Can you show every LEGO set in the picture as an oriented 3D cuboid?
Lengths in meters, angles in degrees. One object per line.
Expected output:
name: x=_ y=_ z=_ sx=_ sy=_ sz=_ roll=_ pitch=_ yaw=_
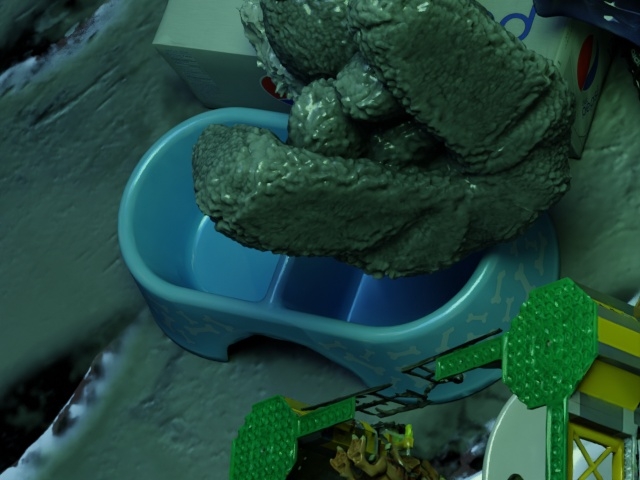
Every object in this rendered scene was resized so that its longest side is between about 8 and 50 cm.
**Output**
LEGO set: x=0.105 y=0.174 z=0.912 sx=0.331 sy=0.192 sz=0.255 roll=-34 pitch=47 yaw=40

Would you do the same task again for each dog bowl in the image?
dog bowl: x=0.000 y=0.000 z=1.130 sx=0.297 sy=0.074 sz=0.166 roll=10 pitch=71 yaw=29

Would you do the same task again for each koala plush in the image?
koala plush: x=0.029 y=-0.108 z=1.027 sx=0.196 sy=0.203 sz=0.221 roll=-49 pitch=42 yaw=23

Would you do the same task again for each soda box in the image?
soda box: x=0.040 y=-0.133 z=1.166 sx=0.286 sy=0.091 sz=0.098 roll=10 pitch=70 yaw=28

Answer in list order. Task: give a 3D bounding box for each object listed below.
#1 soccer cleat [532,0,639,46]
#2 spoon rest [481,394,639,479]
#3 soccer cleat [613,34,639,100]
soccer cleat: x=0.251 y=-0.108 z=0.992 sx=0.289 sy=0.093 sz=0.121 roll=28 pitch=60 yaw=24
spoon rest: x=0.217 y=0.126 z=0.963 sx=0.276 sy=0.084 sz=0.137 roll=0 pitch=68 yaw=23
soccer cleat: x=0.205 y=-0.114 z=1.088 sx=0.060 sy=0.072 sz=0.179 roll=-39 pitch=41 yaw=51
